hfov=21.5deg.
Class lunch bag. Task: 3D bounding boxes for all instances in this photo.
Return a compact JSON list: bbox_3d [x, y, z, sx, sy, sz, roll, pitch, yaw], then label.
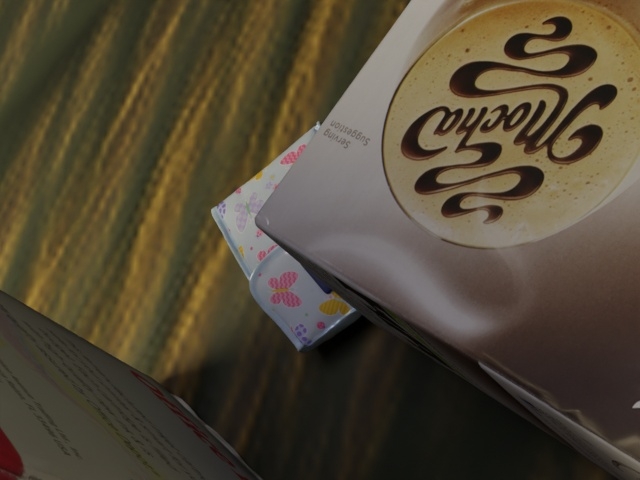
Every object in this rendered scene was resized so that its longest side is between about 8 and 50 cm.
[{"bbox_3d":[0.000,0.000,0.764,0.071,0.053,0.083,-38,56,14],"label":"lunch bag"}]

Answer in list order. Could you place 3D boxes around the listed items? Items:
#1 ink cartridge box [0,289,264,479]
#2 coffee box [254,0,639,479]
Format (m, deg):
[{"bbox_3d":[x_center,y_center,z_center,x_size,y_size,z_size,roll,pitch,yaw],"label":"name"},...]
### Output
[{"bbox_3d":[-0.137,0.099,0.629,0.131,0.306,0.226,-52,46,0],"label":"ink cartridge box"},{"bbox_3d":[0.140,0.008,0.606,0.297,0.119,0.168,33,85,44],"label":"coffee box"}]
